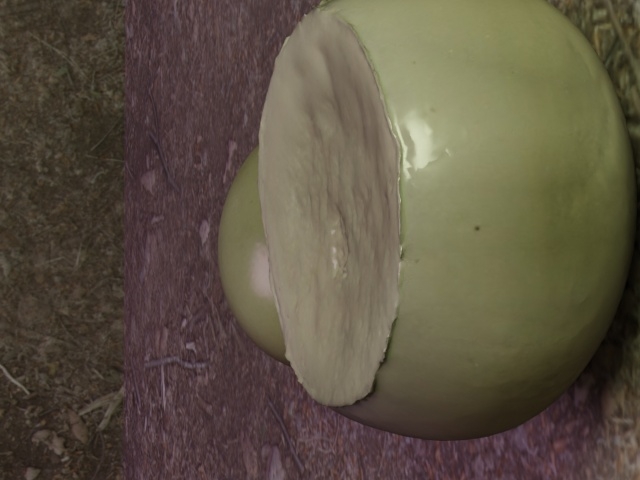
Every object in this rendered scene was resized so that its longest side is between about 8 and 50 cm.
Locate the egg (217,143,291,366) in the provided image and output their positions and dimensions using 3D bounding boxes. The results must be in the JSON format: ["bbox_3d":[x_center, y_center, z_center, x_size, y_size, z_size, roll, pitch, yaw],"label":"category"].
[{"bbox_3d":[0.000,0.000,1.276,0.188,0.188,0.254,112,154,-50],"label":"egg"}]

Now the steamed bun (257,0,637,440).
[{"bbox_3d":[0.092,-0.024,0.984,0.324,0.206,0.324,176,90,-69],"label":"steamed bun"}]
